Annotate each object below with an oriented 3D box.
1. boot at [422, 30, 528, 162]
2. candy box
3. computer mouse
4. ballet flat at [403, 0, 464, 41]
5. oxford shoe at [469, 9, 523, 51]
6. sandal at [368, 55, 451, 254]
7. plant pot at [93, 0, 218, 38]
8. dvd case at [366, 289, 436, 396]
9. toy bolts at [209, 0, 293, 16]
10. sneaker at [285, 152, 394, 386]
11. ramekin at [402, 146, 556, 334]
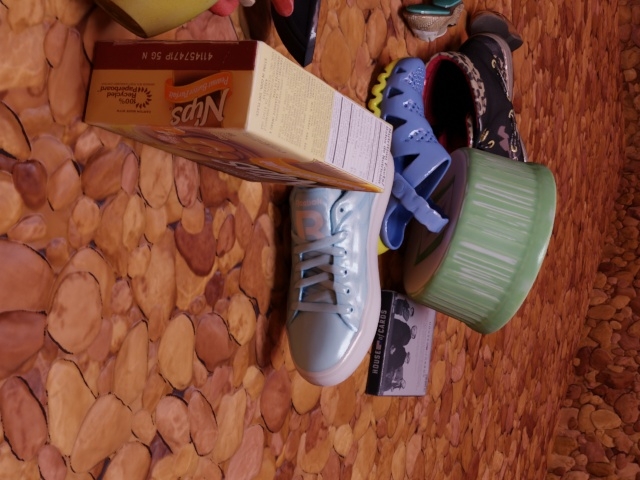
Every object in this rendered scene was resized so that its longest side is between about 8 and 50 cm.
[{"bbox_3d":[0.288,-0.194,1.699,0.284,0.138,0.377,-29,117,-60],"label":"boot"},{"bbox_3d":[-0.068,-0.121,0.943,0.316,0.182,0.088,14,84,-64],"label":"candy box"},{"bbox_3d":[-0.025,-0.334,1.107,0.184,0.060,0.262,166,-68,-86],"label":"computer mouse"},{"bbox_3d":[0.196,-0.377,1.560,0.206,0.073,0.067,-33,139,-53],"label":"ballet flat"},{"bbox_3d":[0.351,-0.445,1.879,0.212,0.076,0.076,5,60,-62],"label":"oxford shoe"},{"bbox_3d":[0.145,-0.131,1.428,0.126,0.138,0.317,4,90,-62],"label":"sandal"},{"bbox_3d":[-0.156,-0.242,0.824,0.095,0.134,0.134,-55,148,-7],"label":"plant pot"},{"bbox_3d":[0.150,0.189,1.624,0.238,0.029,0.179,21,77,-64],"label":"dvd case"},{"bbox_3d":[-0.056,-0.350,0.930,0.228,0.218,0.159,69,26,-74],"label":"toy bolts"},{"bbox_3d":[0.000,0.000,1.189,0.150,0.135,0.366,38,52,-51],"label":"sneaker"},{"bbox_3d":[0.254,-0.008,1.522,0.303,0.148,0.303,-161,-90,-81],"label":"ramekin"}]
